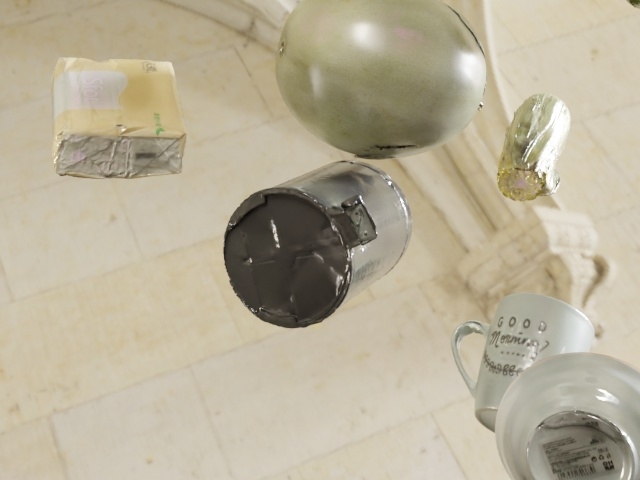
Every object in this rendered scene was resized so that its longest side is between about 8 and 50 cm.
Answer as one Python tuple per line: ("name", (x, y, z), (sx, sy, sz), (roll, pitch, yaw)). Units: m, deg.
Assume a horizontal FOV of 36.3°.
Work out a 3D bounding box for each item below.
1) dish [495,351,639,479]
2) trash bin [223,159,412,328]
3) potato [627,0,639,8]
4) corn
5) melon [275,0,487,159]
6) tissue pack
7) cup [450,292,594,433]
("dish", (0.360, 0.288, 1.333), (0.260, 0.260, 0.085), (-44, -8, 24))
("trash bin", (0.000, 0.000, 1.444), (0.252, 0.203, 0.301), (-31, 0, 22))
("potato", (0.554, -0.496, 1.506), (0.216, 0.216, 0.304), (42, -111, -57))
("corn", (0.421, -0.186, 1.915), (0.122, 0.305, 0.123), (10, -51, 15))
("melon", (0.098, -0.253, 1.480), (0.330, 0.268, 0.268), (11, -45, -17))
("tissue pack", (-0.292, -0.181, 1.399), (0.186, 0.222, 0.090), (0, -51, -14))
("cup", (0.351, 0.236, 1.820), (0.234, 0.258, 0.186), (-62, -38, -26))
